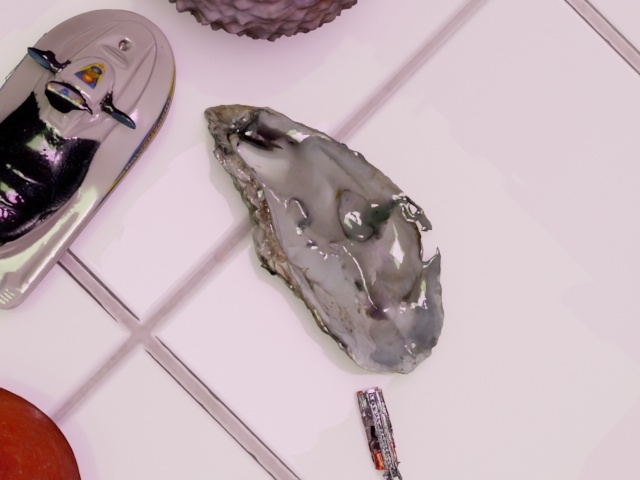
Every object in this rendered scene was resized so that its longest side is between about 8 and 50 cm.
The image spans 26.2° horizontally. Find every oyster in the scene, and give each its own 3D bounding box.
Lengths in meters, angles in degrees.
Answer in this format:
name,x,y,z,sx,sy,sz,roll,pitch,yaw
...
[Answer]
name,x,y,z,sx,sy,sz,roll,pitch,yaw
oyster,0.001,-0.001,1.188,0.252,0.087,0.199,18,73,-11

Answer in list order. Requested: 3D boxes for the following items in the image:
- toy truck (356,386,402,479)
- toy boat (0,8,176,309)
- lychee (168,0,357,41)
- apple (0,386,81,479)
name,x,y,z,sx,sy,sz,roll,pitch,yaw
toy truck,0.053,0.170,1.204,0.024,0.032,0.083,-12,87,-11
toy boat,-0.231,-0.080,1.153,0.140,0.141,0.269,38,96,-1
lychee,-0.049,-0.314,1.120,0.300,0.300,0.300,1,84,-6
apple,-0.294,0.215,1.082,0.218,0.201,0.218,0,90,-1
